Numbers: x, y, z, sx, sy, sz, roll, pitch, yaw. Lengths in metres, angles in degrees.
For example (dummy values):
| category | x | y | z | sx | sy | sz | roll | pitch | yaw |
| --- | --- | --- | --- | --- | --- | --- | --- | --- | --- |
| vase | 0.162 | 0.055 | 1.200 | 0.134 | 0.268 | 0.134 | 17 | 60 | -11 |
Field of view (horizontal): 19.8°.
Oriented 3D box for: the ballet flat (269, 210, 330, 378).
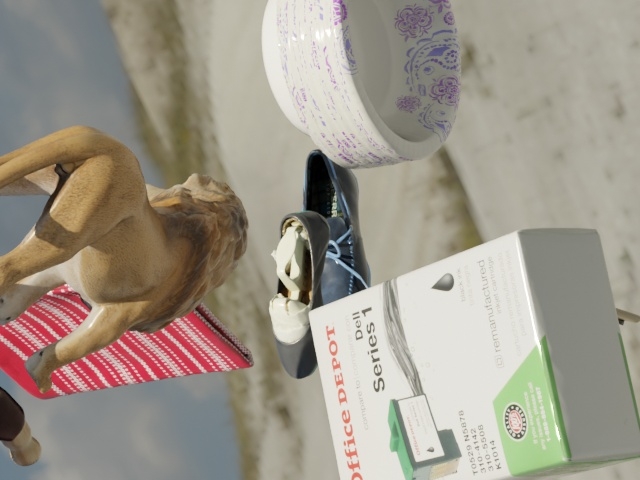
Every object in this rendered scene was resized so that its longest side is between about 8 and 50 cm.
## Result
| category | x | y | z | sx | sy | sz | roll | pitch | yaw |
| --- | --- | --- | --- | --- | --- | --- | --- | --- | --- |
| ballet flat | -0.032 | 0.060 | 2.178 | 0.074 | 0.074 | 0.203 | 54 | -139 | -73 |

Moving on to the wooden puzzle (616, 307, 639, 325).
| category | x | y | z | sx | sy | sz | roll | pitch | yaw |
| --- | --- | --- | --- | --- | --- | --- | --- | --- | --- |
| wooden puzzle | 0.254 | 0.065 | 1.723 | 0.116 | 0.014 | 0.078 | 17 | 176 | -37 |

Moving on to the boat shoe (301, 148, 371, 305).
| category | x | y | z | sx | sy | sz | roll | pitch | yaw |
| --- | --- | --- | --- | --- | --- | --- | --- | --- | --- |
| boat shoe | 0.000 | 0.000 | 2.395 | 0.089 | 0.109 | 0.258 | 44 | -151 | -50 |

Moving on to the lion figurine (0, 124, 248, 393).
| category | x | y | z | sx | sy | sz | roll | pitch | yaw |
| --- | --- | --- | --- | --- | --- | --- | --- | --- | --- |
| lion figurine | -0.186 | -0.007 | 1.534 | 0.142 | 0.240 | 0.392 | 56 | 176 | 15 |

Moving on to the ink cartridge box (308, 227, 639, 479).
| category | x | y | z | sx | sy | sz | roll | pitch | yaw |
| --- | --- | --- | --- | --- | --- | --- | --- | --- | --- |
| ink cartridge box | 0.103 | 0.097 | 1.283 | 0.092 | 0.219 | 0.160 | 0 | -107 | -42 |

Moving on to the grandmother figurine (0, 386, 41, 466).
| category | x | y | z | sx | sy | sz | roll | pitch | yaw |
| --- | --- | --- | --- | --- | --- | --- | --- | --- | --- |
| grandmother figurine | -0.312 | 0.197 | 1.575 | 0.208 | 0.104 | 0.342 | -30 | -63 | -62 |

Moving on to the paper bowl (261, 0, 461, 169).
| category | x | y | z | sx | sy | sz | roll | pitch | yaw |
| --- | --- | --- | --- | --- | --- | --- | --- | --- | --- |
| paper bowl | 0.038 | -0.224 | 2.152 | 0.284 | 0.148 | 0.284 | 19 | -113 | -56 |

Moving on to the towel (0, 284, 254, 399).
| category | x | y | z | sx | sy | sz | roll | pitch | yaw |
| --- | --- | --- | --- | --- | --- | --- | --- | --- | --- |
| towel | -0.230 | 0.094 | 1.848 | 0.199 | 0.274 | 0.031 | 48 | -138 | -43 |
